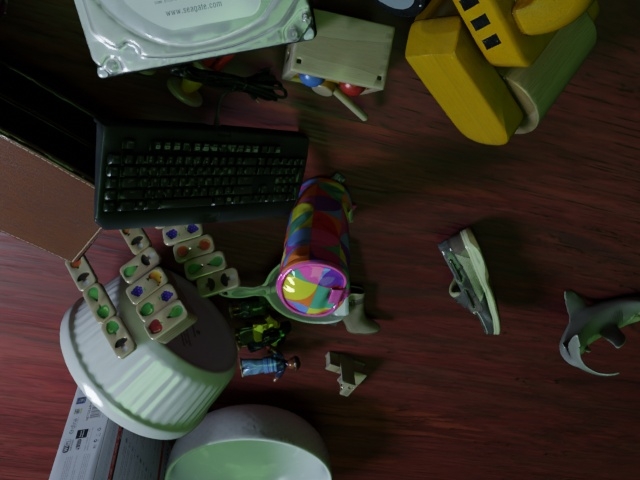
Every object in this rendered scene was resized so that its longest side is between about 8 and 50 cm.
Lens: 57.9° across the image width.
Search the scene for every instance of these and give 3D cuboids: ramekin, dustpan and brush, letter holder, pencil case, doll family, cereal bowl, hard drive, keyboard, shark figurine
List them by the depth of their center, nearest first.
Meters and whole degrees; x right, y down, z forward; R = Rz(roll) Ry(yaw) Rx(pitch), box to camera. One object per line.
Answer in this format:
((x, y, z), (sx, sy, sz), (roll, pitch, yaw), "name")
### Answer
((-0.146, -0.346, 0.551), (0.237, 0.064, 0.338), (-8, 111, 5), "hard drive")
((-0.375, -0.131, 0.679), (0.302, 0.152, 0.214), (29, 145, -25), "letter holder")
((-0.123, -0.119, 0.706), (0.317, 0.033, 0.201), (-9, 109, -50), "keyboard")
((0.000, 0.000, 0.813), (0.104, 0.236, 0.104), (3, 126, 4), "pencil case")
((-0.248, 0.159, 0.903), (0.127, 0.273, 0.273), (-42, 121, 12), "ramekin")
((-0.062, 0.078, 0.966), (0.211, 0.060, 0.147), (2, 118, 10), "dustpan and brush")
((0.463, 0.148, 1.029), (0.166, 0.278, 0.116), (-24, 90, 49), "shark figurine")
((-0.098, 0.180, 1.047), (0.111, 0.076, 0.193), (-8, 134, -4), "doll family")
((-0.146, 0.452, 1.211), (0.339, 0.141, 0.339), (-2, 129, -3), "cereal bowl")

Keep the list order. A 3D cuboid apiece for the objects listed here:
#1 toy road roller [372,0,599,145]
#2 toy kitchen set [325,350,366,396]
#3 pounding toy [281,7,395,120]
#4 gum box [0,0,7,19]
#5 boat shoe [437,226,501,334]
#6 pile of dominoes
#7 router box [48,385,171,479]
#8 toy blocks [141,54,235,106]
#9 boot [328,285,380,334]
((0.212, -0.256, 0.578), (0.202, 0.241, 0.329), (-53, 126, -8), "toy road roller")
((0.038, 0.274, 1.131), (0.083, 0.068, 0.075), (23, 123, -20), "toy kitchen set")
((0.021, -0.211, 0.714), (0.130, 0.141, 0.100), (9, 99, -11), "pounding toy")
((-0.414, -0.253, 0.599), (0.107, 0.188, 0.062), (17, 125, -16), "gum box")
((0.256, 0.076, 0.990), (0.073, 0.080, 0.223), (-16, 123, 15), "boat shoe")
((-0.251, 0.019, 0.796), (0.196, 0.251, 0.040), (-36, 160, -4), "pile of dominoes")
((-0.381, 0.457, 1.071), (0.082, 0.335, 0.301), (-10, 128, 2), "router box")
((-0.157, -0.253, 0.705), (0.123, 0.054, 0.148), (32, 119, -27), "toy blocks")
((0.062, 0.121, 1.029), (0.118, 0.042, 0.087), (10, 125, -13), "boot")
